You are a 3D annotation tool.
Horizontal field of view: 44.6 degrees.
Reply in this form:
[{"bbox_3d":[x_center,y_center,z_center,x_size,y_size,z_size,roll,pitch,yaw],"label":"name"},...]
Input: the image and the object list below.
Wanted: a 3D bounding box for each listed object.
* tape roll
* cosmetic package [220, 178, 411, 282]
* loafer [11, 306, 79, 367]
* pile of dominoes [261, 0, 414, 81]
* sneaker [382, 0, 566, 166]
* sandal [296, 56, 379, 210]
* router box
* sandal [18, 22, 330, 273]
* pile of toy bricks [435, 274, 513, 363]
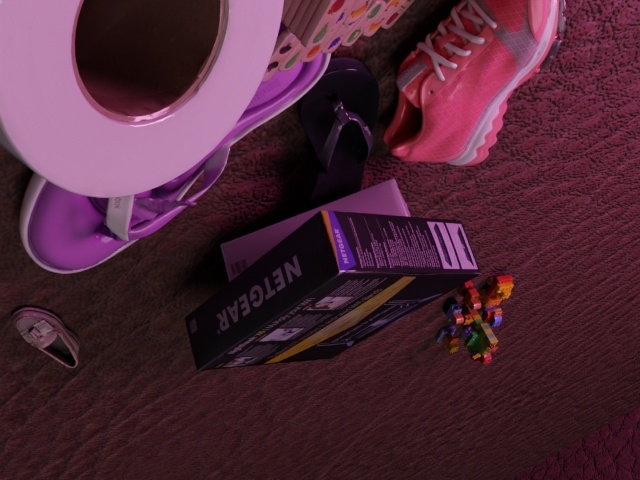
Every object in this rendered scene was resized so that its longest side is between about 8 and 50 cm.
[{"bbox_3d":[-0.167,-0.174,0.550,0.246,0.169,0.246,-39,146,-32],"label":"tape roll"},{"bbox_3d":[0.000,0.000,1.015,0.239,0.061,0.099,-20,158,8],"label":"cosmetic package"},{"bbox_3d":[-0.351,0.127,1.015,0.045,0.039,0.125,-27,146,3],"label":"loafer"},{"bbox_3d":[0.061,-0.231,0.711,0.251,0.040,0.196,-33,167,-41],"label":"pile of dominoes"},{"bbox_3d":[0.157,-0.194,0.859,0.136,0.116,0.314,-9,142,-22],"label":"sneaker"},{"bbox_3d":[0.028,-0.113,0.933,0.097,0.054,0.255,-18,145,-11],"label":"sandal"},{"bbox_3d":[0.009,0.072,1.000,0.242,0.081,0.309,2,152,-42],"label":"router box"},{"bbox_3d":[-0.157,-0.086,0.803,0.416,0.102,0.169,-41,143,17],"label":"sandal"},{"bbox_3d":[0.288,0.163,1.420,0.118,0.105,0.212,-9,142,-24],"label":"pile of toy bricks"}]
